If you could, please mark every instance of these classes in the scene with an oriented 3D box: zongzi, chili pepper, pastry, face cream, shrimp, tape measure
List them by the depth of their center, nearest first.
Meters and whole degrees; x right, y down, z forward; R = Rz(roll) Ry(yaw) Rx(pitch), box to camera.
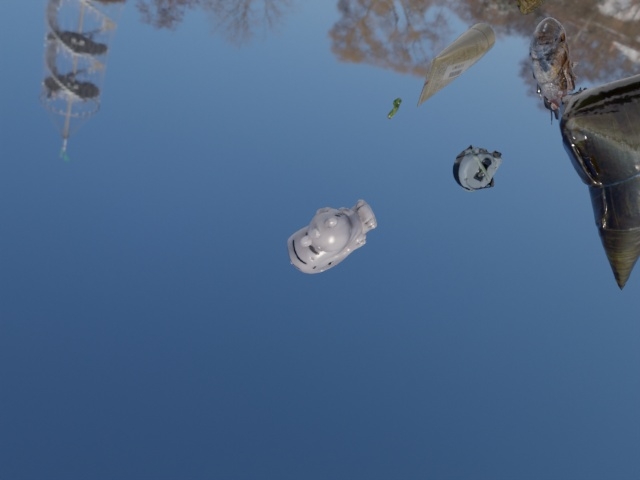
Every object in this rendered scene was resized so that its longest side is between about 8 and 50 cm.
[{"bbox_3d":[0.709,-0.134,1.212,0.433,0.403,0.208,66,-157,-16],"label":"zongzi"},{"bbox_3d":[0.309,-0.142,1.251,0.094,0.091,0.054,3,-159,-33],"label":"tape measure"},{"bbox_3d":[0.434,-0.559,1.346,0.056,0.080,0.140,-31,-89,-37],"label":"pastry"},{"bbox_3d":[0.352,-0.473,1.645,0.084,0.137,0.341,33,-129,17],"label":"face cream"},{"bbox_3d":[0.206,-0.366,1.726,0.027,0.083,0.022,-13,-114,-21],"label":"chili pepper"},{"bbox_3d":[0.650,-0.458,1.747,0.116,0.343,0.145,-1,-133,30],"label":"shrimp"}]

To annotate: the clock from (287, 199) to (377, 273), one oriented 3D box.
[{"bbox_3d":[0.000,-0.001,1.070,0.117,0.176,0.080,-12,-109,-47],"label":"clock"}]
